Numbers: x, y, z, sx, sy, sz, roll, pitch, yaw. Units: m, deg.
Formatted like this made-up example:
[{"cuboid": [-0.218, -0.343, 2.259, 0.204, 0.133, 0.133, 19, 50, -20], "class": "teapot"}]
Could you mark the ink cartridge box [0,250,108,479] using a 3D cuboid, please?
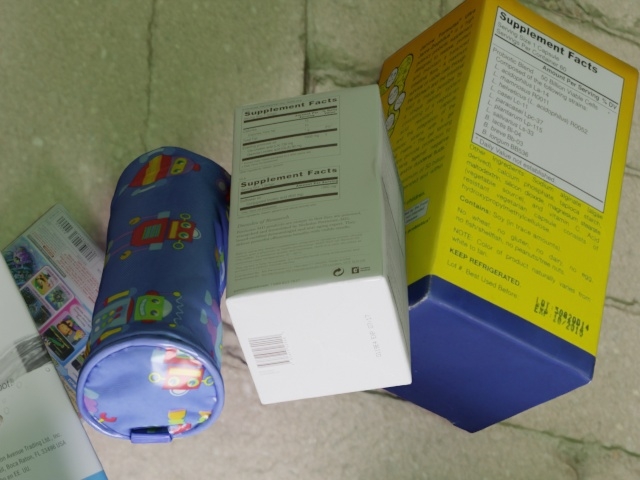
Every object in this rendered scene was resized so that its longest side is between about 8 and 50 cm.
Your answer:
[{"cuboid": [-0.317, 0.158, 1.533, 0.223, 0.129, 0.307, -22, 83, -38], "class": "ink cartridge box"}]

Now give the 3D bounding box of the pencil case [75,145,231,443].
[{"cuboid": [-0.130, 0.046, 1.656, 0.119, 0.133, 0.306, -1, 34, 3], "class": "pencil case"}]

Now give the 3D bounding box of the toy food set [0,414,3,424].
[{"cuboid": [-0.393, 0.121, 1.346, 0.306, 0.092, 0.219, 37, 49, -14], "class": "toy food set"}]

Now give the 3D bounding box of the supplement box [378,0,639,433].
[{"cuboid": [0.154, -0.029, 1.891, 0.194, 0.195, 0.356, 27, 58, -22], "class": "supplement box"}]

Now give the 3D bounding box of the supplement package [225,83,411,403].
[{"cuboid": [0.000, 0.000, 1.699, 0.244, 0.134, 0.139, -90, 168, -46], "class": "supplement package"}]

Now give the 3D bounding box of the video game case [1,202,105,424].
[{"cuboid": [-0.223, 0.067, 1.707, 0.157, 0.019, 0.143, 49, 52, -7], "class": "video game case"}]
